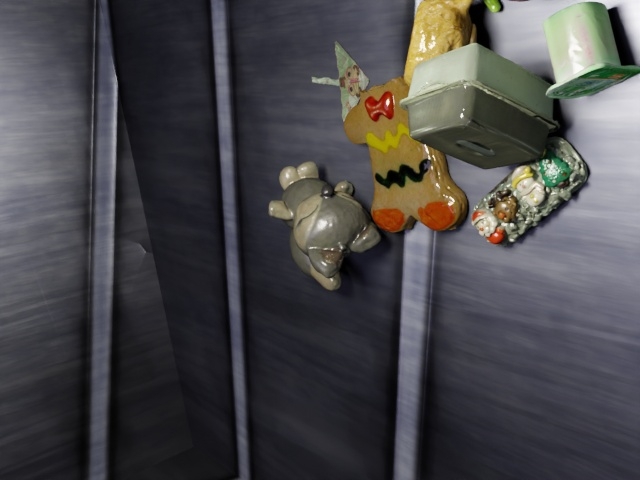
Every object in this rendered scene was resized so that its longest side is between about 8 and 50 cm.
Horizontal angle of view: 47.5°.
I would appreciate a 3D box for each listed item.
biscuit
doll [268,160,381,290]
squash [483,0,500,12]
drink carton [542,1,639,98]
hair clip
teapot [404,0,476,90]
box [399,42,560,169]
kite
[{"bbox_3d":[0.198,-0.213,1.874,0.368,0.076,0.394,-2,103,54],"label":"biscuit"},{"bbox_3d":[0.032,-0.014,2.105,0.382,0.252,0.379,54,174,43],"label":"doll"},{"bbox_3d":[0.357,-0.521,1.562,0.089,0.027,0.027,58,143,25],"label":"squash"},{"bbox_3d":[0.488,-0.357,1.362,0.144,0.146,0.142,-23,77,55],"label":"drink carton"},{"bbox_3d":[0.431,-0.088,1.589,0.138,0.091,0.321,57,144,16],"label":"hair clip"},{"bbox_3d":[0.279,-0.414,1.608,0.167,0.203,0.311,11,129,4],"label":"teapot"},{"bbox_3d":[0.324,-0.263,1.483,0.220,0.290,0.166,-8,70,55],"label":"box"},{"bbox_3d":[0.052,-0.440,2.033,0.250,0.012,0.229,17,117,52],"label":"kite"}]
